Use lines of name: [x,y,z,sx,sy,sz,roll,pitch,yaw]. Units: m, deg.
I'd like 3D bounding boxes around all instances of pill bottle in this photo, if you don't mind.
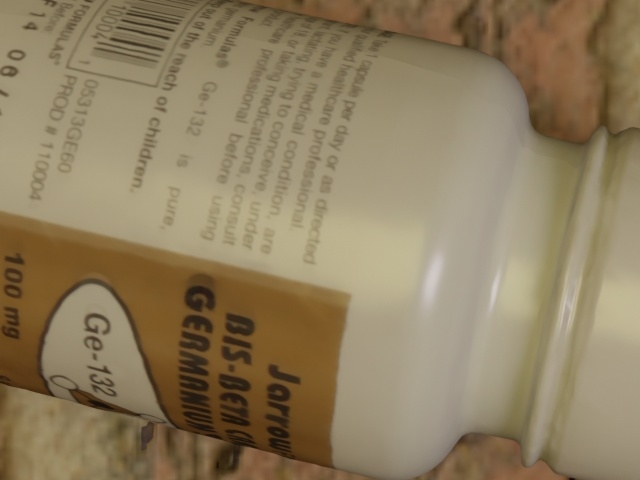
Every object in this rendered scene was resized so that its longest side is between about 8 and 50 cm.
pill bottle: [0.000,0.000,0.450,0.229,0.131,0.131,13,93,10]
